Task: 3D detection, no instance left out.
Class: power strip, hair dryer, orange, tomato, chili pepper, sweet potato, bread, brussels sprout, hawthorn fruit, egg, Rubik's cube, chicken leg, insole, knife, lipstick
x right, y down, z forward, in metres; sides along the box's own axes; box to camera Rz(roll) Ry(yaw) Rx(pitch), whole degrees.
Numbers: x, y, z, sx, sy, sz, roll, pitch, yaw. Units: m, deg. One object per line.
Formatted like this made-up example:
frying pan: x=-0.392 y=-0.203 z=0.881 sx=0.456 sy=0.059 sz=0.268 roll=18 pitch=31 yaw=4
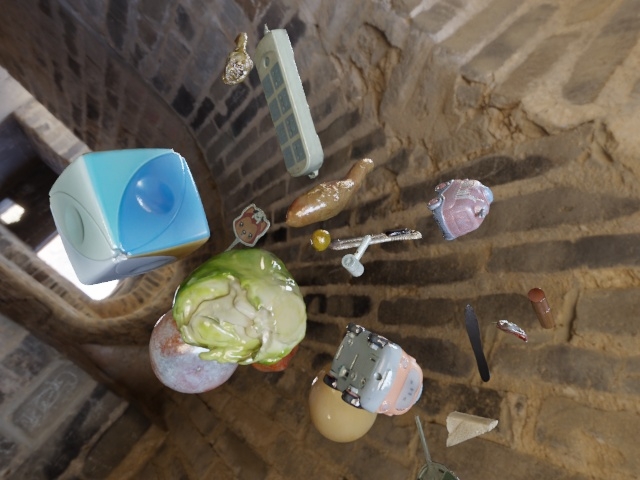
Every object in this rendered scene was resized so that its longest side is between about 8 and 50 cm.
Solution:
power strip: x=-0.049 y=-0.197 z=0.579 sx=0.029 sy=0.227 sz=0.080 roll=-18 pitch=-177 yaw=-26
hair dryer: x=0.127 y=0.042 z=1.300 sx=0.047 sy=0.082 sz=0.137 roll=24 pitch=-102 yaw=36
orange: x=0.000 y=0.000 z=1.746 sx=0.085 sy=0.085 sz=0.095 roll=-166 pitch=-92 yaw=-69
tomato: x=-0.433 y=0.370 z=1.417 sx=0.316 sy=0.317 sz=0.282 roll=-42 pitch=-157 yaw=1
chili pepper: x=0.704 y=0.328 z=1.499 sx=0.050 sy=0.041 sz=0.153 roll=-31 pitch=-158 yaw=-15
sweet potato: x=0.047 y=-0.141 z=1.197 sx=0.385 sy=0.109 sz=0.109 roll=-36 pitch=-168 yaw=-32
bread: x=0.485 y=0.618 z=1.300 sx=0.152 sy=0.105 sz=0.077 roll=-6 pitch=174 yaw=45
brussels sprout: x=-0.200 y=0.167 z=1.105 sx=0.370 sy=0.276 sz=0.314 roll=6 pitch=-164 yaw=31
hawthorn fruit: x=-0.201 y=0.366 z=1.550 sx=0.210 sy=0.263 sz=0.211 roll=-12 pitch=-156 yaw=5
egg: x=0.097 y=0.660 z=1.697 sx=0.301 sy=0.300 sz=0.374 roll=-80 pitch=178 yaw=-62
Rubik's cube: x=-0.619 y=-0.077 z=1.328 sx=0.347 sy=0.352 sz=0.352 roll=-24 pitch=178 yaw=39
chicken leg: x=-0.236 y=-0.534 z=1.183 sx=0.084 sy=0.069 sz=0.198 roll=-27 pitch=-130 yaw=45
insole: x=0.517 y=0.337 z=1.342 sx=0.086 sy=0.005 sz=0.254 roll=104 pitch=-16 yaw=-61
knife: x=0.202 y=-0.007 z=1.482 sx=0.364 sy=0.043 sz=0.089 roll=-8 pitch=-171 yaw=-15
lipstick: x=0.816 y=0.257 z=1.491 sx=0.057 sy=0.356 sz=0.057 roll=-17 pitch=-124 yaw=28

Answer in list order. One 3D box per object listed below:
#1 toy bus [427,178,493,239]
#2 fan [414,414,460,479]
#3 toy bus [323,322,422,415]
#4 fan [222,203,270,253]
toy bus: x=0.630 y=-0.149 z=1.785 sx=0.231 sy=0.197 sz=0.294 roll=-13 pitch=-152 yaw=43
fan: x=0.274 y=0.620 z=0.986 sx=0.294 sy=0.012 sz=0.224 roll=-127 pitch=-133 yaw=-56
toy bus: x=0.160 y=0.376 z=1.141 sx=0.194 sy=0.232 sz=0.287 roll=-61 pitch=-159 yaw=-11
fan: x=-0.273 y=-0.023 z=1.427 sx=0.220 sy=0.132 sz=0.009 roll=-47 pitch=157 yaw=10
